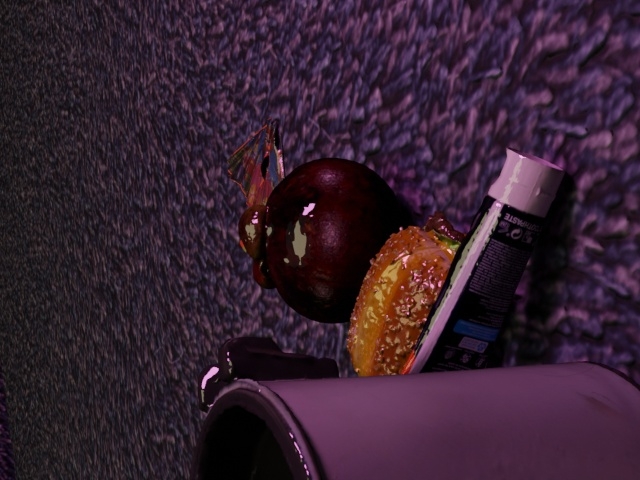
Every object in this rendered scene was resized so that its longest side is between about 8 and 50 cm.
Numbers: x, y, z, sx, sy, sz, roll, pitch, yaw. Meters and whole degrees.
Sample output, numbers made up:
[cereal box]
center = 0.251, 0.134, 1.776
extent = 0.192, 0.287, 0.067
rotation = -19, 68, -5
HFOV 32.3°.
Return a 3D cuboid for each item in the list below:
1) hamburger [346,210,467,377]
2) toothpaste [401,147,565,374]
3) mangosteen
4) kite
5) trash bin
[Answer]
[hamburger]
center = 0.079, 0.067, 0.889
extent = 0.137, 0.087, 0.166
rotation = 57, 139, 48
[toothpaste]
center = 0.115, 0.030, 0.797
extent = 0.045, 0.071, 0.193
rotation = 38, 110, 58
[mangosteen]
center = 0.000, 0.000, 0.986
extent = 0.152, 0.152, 0.152
rotation = 179, 90, -65
[kite]
center = -0.071, -0.056, 1.289
extent = 0.241, 0.014, 0.183
rotation = 59, 142, 45
[trash bin]
center = 0.073, 0.191, 0.704
extent = 0.217, 0.262, 0.277
rotation = -46, 50, 55
